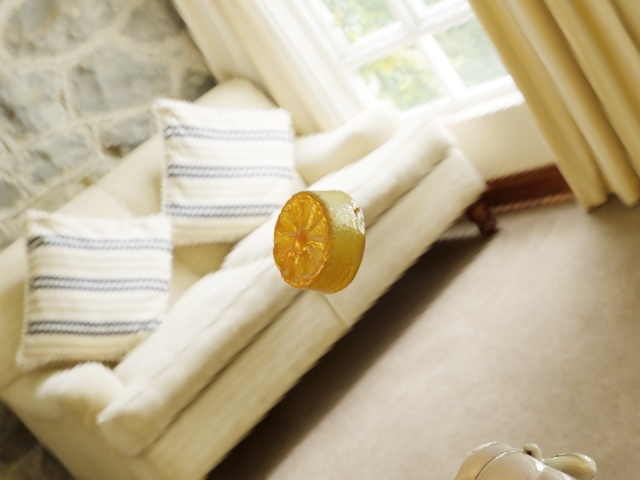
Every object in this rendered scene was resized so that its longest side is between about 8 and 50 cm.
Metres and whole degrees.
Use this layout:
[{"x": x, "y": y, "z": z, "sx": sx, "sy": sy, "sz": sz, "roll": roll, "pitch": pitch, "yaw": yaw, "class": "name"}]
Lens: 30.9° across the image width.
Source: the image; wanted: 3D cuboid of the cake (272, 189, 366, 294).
[{"x": 0.000, "y": 0.000, "z": 0.907, "sx": 0.044, "sy": 0.084, "sz": 0.084, "roll": 8, "pitch": -17, "yaw": -39, "class": "cake"}]

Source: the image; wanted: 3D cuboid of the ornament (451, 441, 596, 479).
[{"x": 0.201, "y": 0.268, "z": 1.111, "sx": 0.177, "sy": 0.177, "sz": 0.177, "roll": -33, "pitch": 15, "yaw": 10, "class": "ornament"}]
